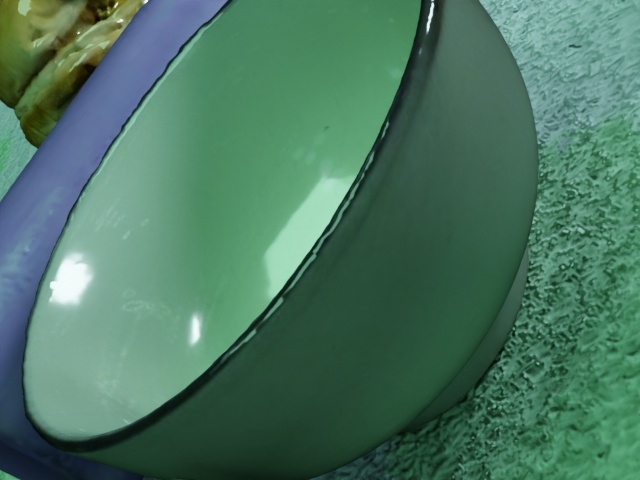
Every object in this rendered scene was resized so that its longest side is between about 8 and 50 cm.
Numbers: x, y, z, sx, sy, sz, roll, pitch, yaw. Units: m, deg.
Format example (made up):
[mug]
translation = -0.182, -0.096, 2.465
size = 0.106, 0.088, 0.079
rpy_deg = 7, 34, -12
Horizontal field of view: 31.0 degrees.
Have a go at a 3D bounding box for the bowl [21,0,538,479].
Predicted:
[bowl]
translation = 0.000, 0.000, 0.688
size = 0.354, 0.185, 0.354
rpy_deg = -38, 33, 30

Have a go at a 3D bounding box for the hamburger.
[hamburger]
translation = -0.200, -0.216, 1.183
size = 0.304, 0.174, 0.284
rpy_deg = -44, -5, -21

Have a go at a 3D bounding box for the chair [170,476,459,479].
[chair]
translation = -0.012, 0.221, 0.504
size = 0.203, 0.190, 0.275
rpy_deg = 26, 91, 61

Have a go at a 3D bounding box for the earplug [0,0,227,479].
[earplug]
translation = -0.151, -0.022, 0.943
size = 0.215, 0.215, 0.456
rpy_deg = -7, 51, 55
